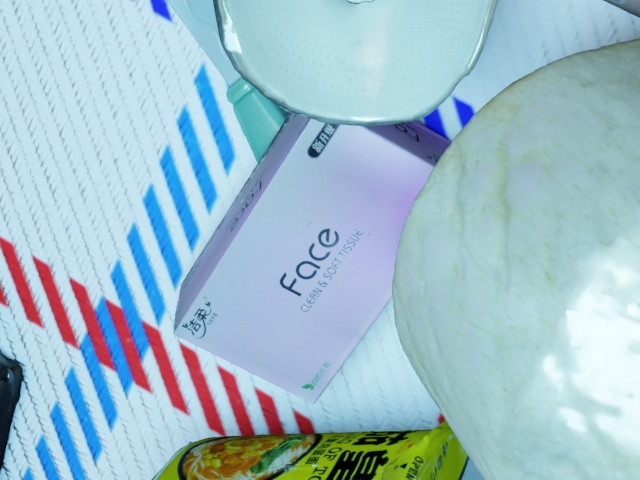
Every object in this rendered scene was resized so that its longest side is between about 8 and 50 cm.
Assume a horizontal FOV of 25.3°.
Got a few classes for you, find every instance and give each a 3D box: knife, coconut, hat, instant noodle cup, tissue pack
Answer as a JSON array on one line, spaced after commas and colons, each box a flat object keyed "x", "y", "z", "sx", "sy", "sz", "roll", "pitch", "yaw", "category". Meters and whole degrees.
[{"x": -0.075, "y": -0.159, "z": 1.239, "sx": 0.063, "sy": 0.034, "sz": 0.260, "roll": -31, "pitch": 91, "yaw": 24, "category": "knife"}, {"x": 0.257, "y": 0.043, "z": 1.020, "sx": 0.415, "sy": 0.415, "sz": 0.345, "roll": 3, "pitch": 121, "yaw": 17, "category": "coconut"}, {"x": 0.039, "y": -0.238, "z": 1.091, "sx": 0.257, "sy": 0.168, "sz": 0.302, "roll": 5, "pitch": 95, "yaw": 5, "category": "hat"}, {"x": 0.000, "y": 0.298, "z": 1.202, "sx": 0.254, "sy": 0.325, "sz": 0.326, "roll": 2, "pitch": 105, "yaw": 28, "category": "instant noodle cup"}, {"x": 0.000, "y": 0.000, "z": 1.200, "sx": 0.148, "sy": 0.092, "sz": 0.246, "roll": 27, "pitch": 113, "yaw": -16, "category": "tissue pack"}]

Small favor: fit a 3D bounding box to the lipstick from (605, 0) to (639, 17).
[{"x": 0.261, "y": -0.202, "z": 1.094, "sx": 0.254, "sy": 0.070, "sz": 0.070, "roll": 27, "pitch": 111, "yaw": 9, "category": "lipstick"}]

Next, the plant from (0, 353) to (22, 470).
[{"x": -0.373, "y": 0.167, "z": 1.358, "sx": 0.141, "sy": 0.164, "sz": 0.256, "roll": 7, "pitch": 122, "yaw": 20, "category": "plant"}]
